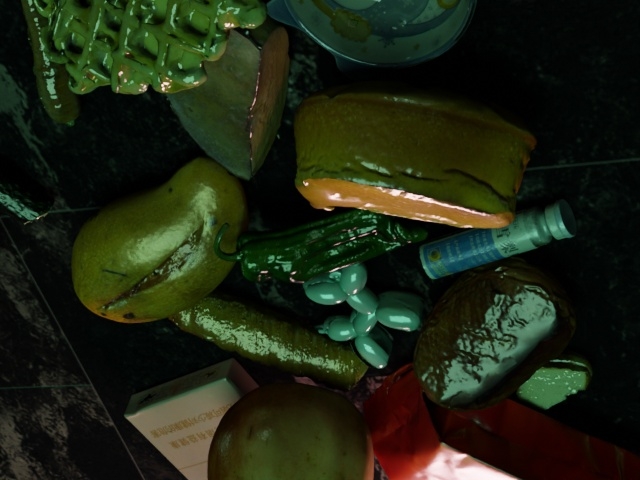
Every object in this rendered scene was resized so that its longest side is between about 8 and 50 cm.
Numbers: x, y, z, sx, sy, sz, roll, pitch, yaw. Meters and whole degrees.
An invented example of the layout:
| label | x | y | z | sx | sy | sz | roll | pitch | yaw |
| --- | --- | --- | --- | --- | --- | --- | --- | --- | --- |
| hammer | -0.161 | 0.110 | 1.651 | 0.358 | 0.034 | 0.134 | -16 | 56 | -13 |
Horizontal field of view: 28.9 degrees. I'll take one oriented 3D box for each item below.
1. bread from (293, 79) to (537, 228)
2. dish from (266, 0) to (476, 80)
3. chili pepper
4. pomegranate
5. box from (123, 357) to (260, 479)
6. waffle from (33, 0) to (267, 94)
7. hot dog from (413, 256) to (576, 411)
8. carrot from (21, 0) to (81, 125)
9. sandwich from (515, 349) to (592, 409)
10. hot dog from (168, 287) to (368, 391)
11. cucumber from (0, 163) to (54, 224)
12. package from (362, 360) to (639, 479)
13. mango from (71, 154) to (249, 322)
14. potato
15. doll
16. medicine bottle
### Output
| label | x | y | z | sx | sy | sz | roll | pitch | yaw |
| --- | --- | --- | --- | --- | --- | --- | --- | --- | --- |
| bread | 0.099 | -0.096 | 1.341 | 0.270 | 0.142 | 0.195 | 11 | 172 | -16 |
| dish | 0.055 | -0.289 | 1.263 | 0.228 | 0.086 | 0.236 | 33 | 135 | -13 |
| chili pepper | 0.001 | 0.003 | 1.517 | 0.257 | 0.074 | 0.100 | -14 | 161 | -2 |
| pomegranate | -0.040 | 0.334 | 1.675 | 0.229 | 0.270 | 0.252 | 4 | 139 | -5 |
| box | -0.107 | 0.339 | 1.891 | 0.205 | 0.051 | 0.365 | -23 | 121 | 29 |
| waffle | -0.195 | -0.301 | 1.256 | 0.297 | 0.073 | 0.317 | -13 | 99 | 33 |
| hot dog | 0.217 | 0.120 | 1.555 | 0.160 | 0.099 | 0.227 | 43 | 112 | -8 |
| carrot | -0.325 | -0.242 | 1.449 | 0.049 | 0.049 | 0.254 | 3 | 129 | 14 |
| sandwich | 0.308 | 0.183 | 1.641 | 0.105 | 0.035 | 0.093 | -1 | 131 | 20 |
| hot dog | -0.074 | 0.133 | 1.689 | 0.289 | 0.068 | 0.083 | 21 | 131 | 0 |
| cucumber | -0.446 | -0.096 | 1.609 | 0.215 | 0.052 | 0.058 | 39 | 108 | -17 |
| package | 0.264 | 0.312 | 1.693 | 0.424 | 0.123 | 0.196 | 26 | 145 | -5 |
| mango | -0.204 | 0.010 | 1.582 | 0.177 | 0.120 | 0.295 | 42 | 128 | -20 |
| potato | -0.109 | -0.191 | 1.395 | 0.138 | 0.098 | 0.243 | 23 | 144 | 10 |
| doll | 0.050 | 0.084 | 1.615 | 0.159 | 0.059 | 0.159 | 22 | 134 | -4 |
| medicine bottle | 0.211 | -0.001 | 1.497 | 0.191 | 0.051 | 0.051 | -18 | 123 | 30 |
